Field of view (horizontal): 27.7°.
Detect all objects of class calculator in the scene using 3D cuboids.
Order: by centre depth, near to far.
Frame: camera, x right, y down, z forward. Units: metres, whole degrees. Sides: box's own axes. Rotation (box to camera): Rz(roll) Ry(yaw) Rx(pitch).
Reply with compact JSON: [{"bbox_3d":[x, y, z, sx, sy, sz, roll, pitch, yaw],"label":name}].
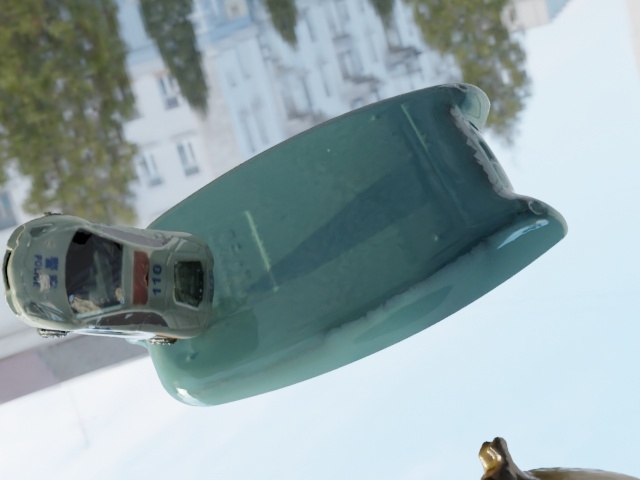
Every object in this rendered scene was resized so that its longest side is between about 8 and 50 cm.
[{"bbox_3d":[0.000,0.000,1.132,0.386,0.054,0.256,-27,-133,3],"label":"calculator"}]

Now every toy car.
[{"bbox_3d":[-0.159,0.031,1.017,0.056,0.095,0.205,-4,171,36],"label":"toy car"}]

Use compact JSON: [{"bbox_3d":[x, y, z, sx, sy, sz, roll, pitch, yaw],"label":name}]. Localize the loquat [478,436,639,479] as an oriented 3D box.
[{"bbox_3d":[0.172,0.240,0.869,0.213,0.246,0.213,-34,-177,2],"label":"loquat"}]
